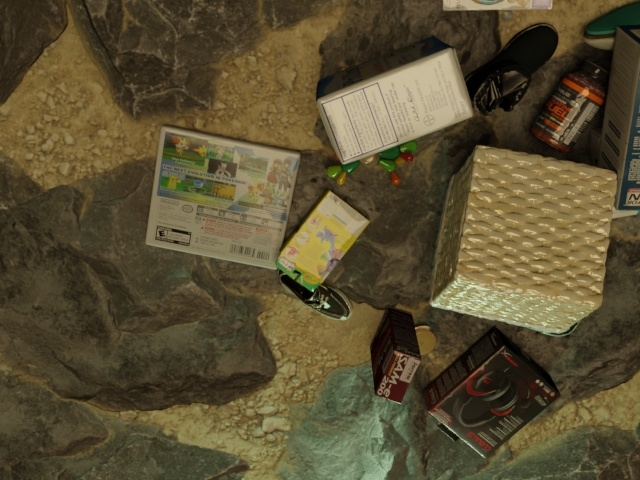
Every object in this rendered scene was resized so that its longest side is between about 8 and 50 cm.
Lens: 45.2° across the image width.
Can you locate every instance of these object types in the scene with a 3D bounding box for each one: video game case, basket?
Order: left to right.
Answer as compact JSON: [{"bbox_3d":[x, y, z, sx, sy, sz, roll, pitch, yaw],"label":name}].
[{"bbox_3d":[-0.235,-0.100,1.836,0.329,0.036,0.299,11,110,-3],"label":"video game case"},{"bbox_3d":[0.438,0.002,1.673,0.332,0.266,0.328,12,76,0],"label":"basket"}]

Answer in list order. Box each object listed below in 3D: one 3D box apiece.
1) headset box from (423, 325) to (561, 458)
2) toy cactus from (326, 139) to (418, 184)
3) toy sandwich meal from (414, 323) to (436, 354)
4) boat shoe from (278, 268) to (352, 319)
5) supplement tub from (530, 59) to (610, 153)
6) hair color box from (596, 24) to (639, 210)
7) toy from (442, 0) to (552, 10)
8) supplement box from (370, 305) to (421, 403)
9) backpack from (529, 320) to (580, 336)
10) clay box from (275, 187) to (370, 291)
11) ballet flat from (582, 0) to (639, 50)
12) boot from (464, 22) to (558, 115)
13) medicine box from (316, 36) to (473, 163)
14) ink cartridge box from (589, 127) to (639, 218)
[{"bbox_3d":[0.425,0.402,1.979,0.218,0.110,0.293,41,105,-14],"label":"headset box"},{"bbox_3d":[0.110,-0.176,1.729,0.219,0.180,0.112,-6,92,10],"label":"toy cactus"},{"bbox_3d":[0.256,0.254,1.970,0.086,0.029,0.085,-1,115,-2],"label":"toy sandwich meal"},{"bbox_3d":[-0.015,0.138,1.904,0.219,0.070,0.077,33,107,-11],"label":"boat shoe"},{"bbox_3d":[0.563,-0.301,1.721,0.106,0.106,0.197,27,108,-9],"label":"supplement tub"},{"bbox_3d":[0.662,-0.252,1.588,0.105,0.174,0.347,0,119,4],"label":"hair color box"},{"bbox_3d":[0.387,-0.564,1.649,0.238,0.056,0.136,-1,109,0],"label":"toy"},{"bbox_3d":[0.178,0.271,1.862,0.073,0.239,0.130,19,109,-6],"label":"supplement box"},{"bbox_3d":[0.540,0.136,1.856,0.189,0.144,0.165,21,105,13],"label":"backpack"},{"bbox_3d":[0.000,0.000,1.844,0.127,0.053,0.222,37,96,-13],"label":"clay box"},{"bbox_3d":[0.771,-0.473,1.653,0.400,0.139,0.139,-23,109,7],"label":"ballet flat"},{"bbox_3d":[0.422,-0.363,1.643,0.247,0.207,0.094,-34,106,11],"label":"boot"},{"bbox_3d":[0.148,-0.304,1.636,0.290,0.263,0.149,-19,108,7],"label":"medicine box"},{"bbox_3d":[0.713,-0.166,1.779,0.148,0.086,0.203,-9,110,5],"label":"ink cartridge box"}]
